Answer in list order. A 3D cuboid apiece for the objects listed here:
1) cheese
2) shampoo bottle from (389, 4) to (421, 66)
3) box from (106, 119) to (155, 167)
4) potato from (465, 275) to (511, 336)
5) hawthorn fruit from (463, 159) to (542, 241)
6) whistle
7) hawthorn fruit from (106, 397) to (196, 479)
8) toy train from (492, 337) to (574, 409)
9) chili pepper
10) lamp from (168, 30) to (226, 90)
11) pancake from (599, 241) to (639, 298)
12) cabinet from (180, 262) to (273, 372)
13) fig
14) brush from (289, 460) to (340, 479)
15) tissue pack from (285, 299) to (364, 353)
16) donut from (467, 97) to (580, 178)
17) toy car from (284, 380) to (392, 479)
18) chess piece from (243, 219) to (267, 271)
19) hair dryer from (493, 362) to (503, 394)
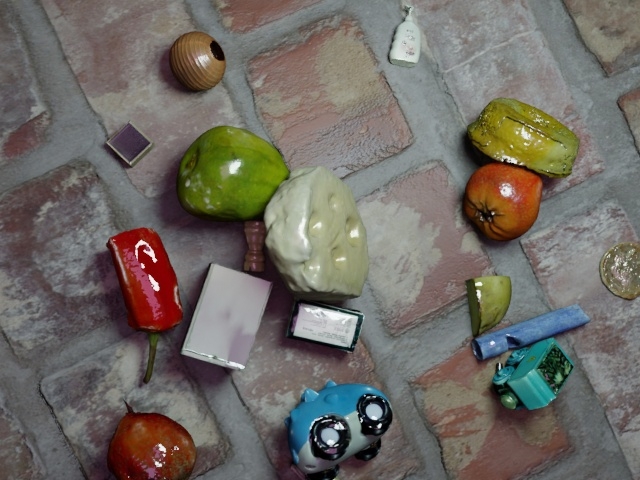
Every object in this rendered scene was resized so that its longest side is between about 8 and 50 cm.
[{"bbox_3d":[0.000,0.000,1.356,0.115,0.318,0.326,-12,112,29],"label":"cheese"},{"bbox_3d":[0.222,-0.523,1.554,0.077,0.045,0.151,10,83,-7],"label":"shampoo bottle"},{"bbox_3d":[-0.449,-0.226,1.440,0.079,0.035,0.083,43,80,-2],"label":"box"},{"bbox_3d":[0.434,0.159,1.506,0.120,0.081,0.149,-6,86,-6],"label":"potato"},{"bbox_3d":[0.462,-0.117,1.485,0.225,0.196,0.196,-42,92,-23],"label":"hawthorn fruit"},{"bbox_3d":[0.526,0.225,1.523,0.305,0.062,0.062,-17,88,-9],"label":"whistle"},{"bbox_3d":[-0.379,0.450,1.335,0.181,0.181,0.235,-34,72,-9],"label":"hawthorn fruit"},{"bbox_3d":[0.509,0.320,1.455,0.198,0.154,0.107,-37,88,-38],"label":"toy train"},{"bbox_3d":[-0.374,0.143,1.371,0.131,0.134,0.338,-15,86,-22],"label":"chili pepper"},{"bbox_3d":[-0.289,-0.419,1.431,0.137,0.136,0.136,1,85,-8],"label":"lamp"},{"bbox_3d":[0.798,0.079,1.591,0.152,0.025,0.151,1,84,-9],"label":"pancake"},{"bbox_3d":[-0.214,0.169,1.380,0.145,0.150,0.206,19,83,-10],"label":"cabinet"},{"bbox_3d":[-0.183,-0.140,1.411,0.233,0.314,0.232,-3,84,29],"label":"fig"},{"bbox_3d":[0.054,0.615,1.425,0.067,0.072,0.313,-43,93,-23],"label":"brush"},{"bbox_3d":[0.009,0.197,1.440,0.170,0.090,0.103,15,85,-5],"label":"tissue pack"},{"bbox_3d":[0.499,-0.258,1.464,0.272,0.272,0.107,17,124,-6],"label":"donut"},{"bbox_3d":[0.034,0.410,1.381,0.255,0.188,0.190,-20,53,-23],"label":"toy car"},{"bbox_3d":[-0.155,0.013,1.448,0.066,0.066,0.122,6,89,-7],"label":"chess piece"},{"bbox_3d":[0.472,0.350,1.527,0.083,0.031,0.078,11,75,-20],"label":"hair dryer"}]
